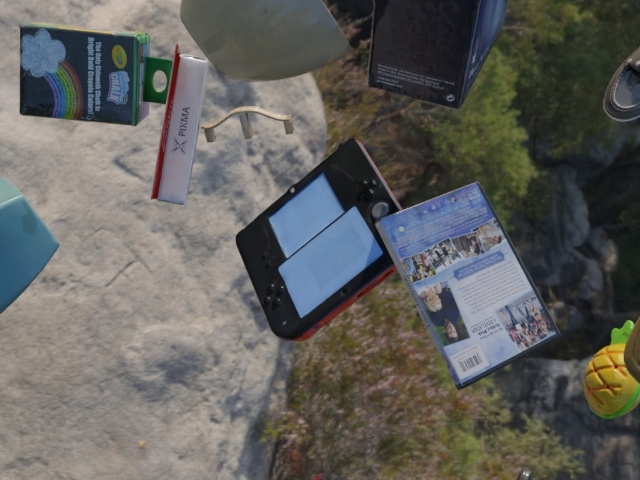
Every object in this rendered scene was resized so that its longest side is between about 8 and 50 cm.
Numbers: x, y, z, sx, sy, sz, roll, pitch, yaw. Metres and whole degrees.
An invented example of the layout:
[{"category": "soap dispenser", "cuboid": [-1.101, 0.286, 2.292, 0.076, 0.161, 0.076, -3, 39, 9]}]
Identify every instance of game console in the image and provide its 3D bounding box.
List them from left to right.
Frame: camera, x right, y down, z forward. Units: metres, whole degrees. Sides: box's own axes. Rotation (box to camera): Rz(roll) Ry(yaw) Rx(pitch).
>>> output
[{"category": "game console", "cuboid": [0.000, 0.000, 1.525, 0.060, 0.386, 0.342, 28, 28, -54]}]

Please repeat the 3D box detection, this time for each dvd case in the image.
[{"category": "dvd case", "cuboid": [0.206, 0.055, 0.966, 0.180, 0.022, 0.253, -21, 79, -24]}]

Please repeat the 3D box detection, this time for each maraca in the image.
[{"category": "maraca", "cuboid": [0.543, 0.234, 1.262, 0.099, 0.127, 0.185, 25, 86, -19]}]

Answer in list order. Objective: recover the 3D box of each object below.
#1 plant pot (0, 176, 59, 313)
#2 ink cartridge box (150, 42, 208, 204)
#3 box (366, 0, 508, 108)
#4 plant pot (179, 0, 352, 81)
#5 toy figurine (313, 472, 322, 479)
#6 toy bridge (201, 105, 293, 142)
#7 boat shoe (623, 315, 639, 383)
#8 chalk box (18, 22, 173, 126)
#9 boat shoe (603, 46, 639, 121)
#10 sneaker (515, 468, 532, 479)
[{"category": "plant pot", "cuboid": [-0.531, 0.023, 1.043, 0.234, 0.165, 0.165, -38, 129, -20]}, {"category": "ink cartridge box", "cuboid": [-0.255, -0.203, 1.280, 0.060, 0.239, 0.275, 9, 92, -11]}, {"category": "box", "cuboid": [0.217, -0.434, 1.168, 0.294, 0.183, 0.296, 90, 24, -47]}, {"category": "plant pot", "cuboid": [-0.108, -0.362, 1.100, 0.284, 0.191, 0.284, 52, 10, -13]}, {"category": "toy figurine", "cuboid": [0.077, 0.590, 1.282, 0.363, 0.217, 0.191, 35, 83, 9]}, {"category": "toy bridge", "cuboid": [-0.151, -0.236, 1.399, 0.026, 0.188, 0.063, -80, 163, -52]}, {"category": "boat shoe", "cuboid": [0.330, 0.043, 0.541, 0.223, 0.080, 0.073, -44, 144, -4]}, {"category": "chalk box", "cuboid": [-0.437, -0.337, 1.412, 0.289, 0.179, 0.180, 5, 107, -8]}, {"category": "boat shoe", "cuboid": [0.665, -0.362, 1.296, 0.112, 0.335, 0.095, 50, 1, 23]}, {"category": "sneaker", "cuboid": [0.333, 0.500, 1.317, 0.051, 0.089, 0.170, 17, 92, -57]}]
